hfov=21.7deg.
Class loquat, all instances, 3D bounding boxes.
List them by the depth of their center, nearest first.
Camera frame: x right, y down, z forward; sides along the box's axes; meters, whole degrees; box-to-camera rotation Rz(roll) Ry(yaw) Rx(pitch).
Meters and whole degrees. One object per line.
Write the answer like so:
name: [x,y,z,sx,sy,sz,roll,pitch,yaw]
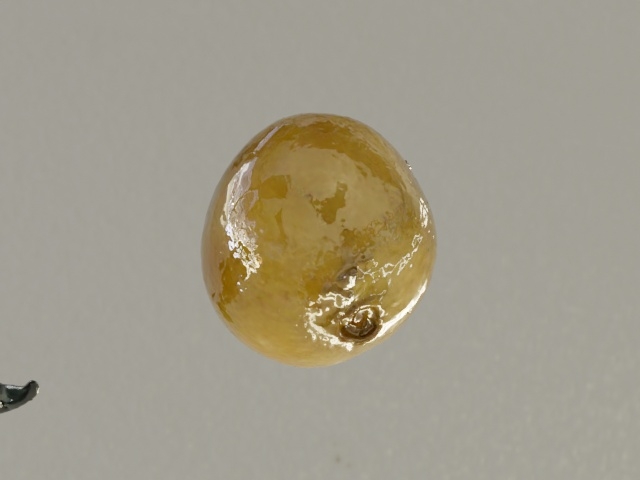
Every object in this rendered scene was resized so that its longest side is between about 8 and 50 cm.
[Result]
loquat: [0.000,0.000,0.934,0.141,0.141,0.141,1,-143,-1]

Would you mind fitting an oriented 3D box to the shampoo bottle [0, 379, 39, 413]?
shampoo bottle: [-0.298,0.078,0.934,0.284,0.101,0.101,10,-154,-41]
